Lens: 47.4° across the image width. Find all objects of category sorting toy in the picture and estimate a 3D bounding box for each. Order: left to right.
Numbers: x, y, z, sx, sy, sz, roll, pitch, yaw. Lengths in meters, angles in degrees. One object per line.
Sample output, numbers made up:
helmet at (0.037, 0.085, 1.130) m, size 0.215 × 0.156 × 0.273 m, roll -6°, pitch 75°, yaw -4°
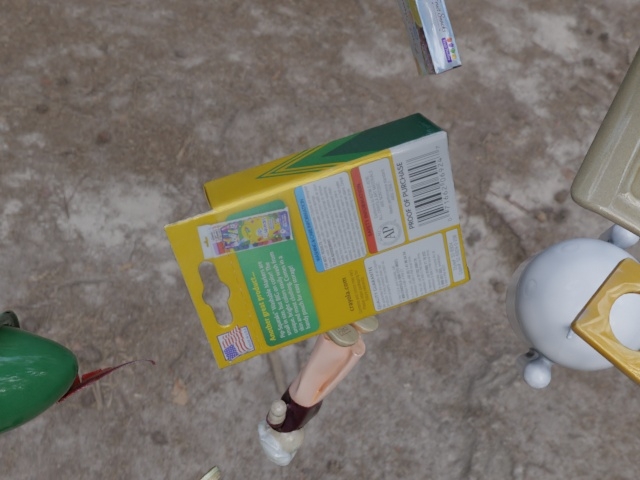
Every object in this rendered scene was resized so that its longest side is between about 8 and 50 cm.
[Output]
sorting toy at (0.290, -0.058, 0.479) m, size 0.196 × 0.047 × 0.348 m, roll 28°, pitch 78°, yaw 5°

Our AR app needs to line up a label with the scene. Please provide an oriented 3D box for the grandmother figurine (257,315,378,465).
grandmother figurine at (-0.023, 0.275, 1.303) m, size 0.207 × 0.342 × 0.104 m, roll -11°, pitch 46°, yaw -48°

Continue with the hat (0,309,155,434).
hat at (-0.318, 0.179, 0.923) m, size 0.183 × 0.173 × 0.209 m, roll 9°, pitch 44°, yaw -6°

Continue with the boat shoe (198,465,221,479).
boat shoe at (-0.161, 0.360, 0.980) m, size 0.045 × 0.135 × 0.050 m, roll 37°, pitch 26°, yaw 15°

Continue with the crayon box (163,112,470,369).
crayon box at (0.000, 0.000, 0.855) m, size 0.322 × 0.203 × 0.083 m, roll -19°, pitch 29°, yaw -7°

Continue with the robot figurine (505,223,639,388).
robot figurine at (0.408, 0.101, 1.169) m, size 0.199 × 0.353 × 0.300 m, roll 29°, pitch 91°, yaw 10°

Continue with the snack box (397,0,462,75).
snack box at (0.125, -0.273, 0.885) m, size 0.037 × 0.141 × 0.100 m, roll -18°, pitch 12°, yaw 1°
